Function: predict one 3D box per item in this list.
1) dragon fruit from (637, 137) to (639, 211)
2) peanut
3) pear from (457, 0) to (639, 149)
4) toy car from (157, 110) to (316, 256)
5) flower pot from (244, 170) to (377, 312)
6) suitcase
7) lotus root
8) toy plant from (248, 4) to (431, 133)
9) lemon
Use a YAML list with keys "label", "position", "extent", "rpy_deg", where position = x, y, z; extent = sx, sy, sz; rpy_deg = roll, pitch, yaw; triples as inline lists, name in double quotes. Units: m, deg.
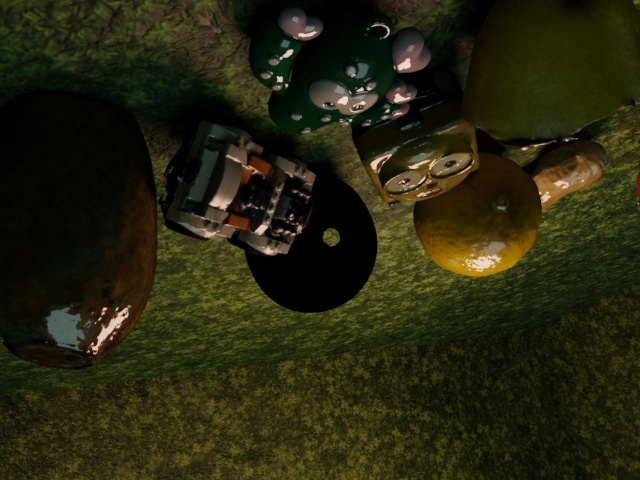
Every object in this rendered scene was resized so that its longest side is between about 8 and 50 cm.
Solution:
- label: "dragon fruit"
  position: [0.774, -0.150, 1.242]
  extent: [0.291, 0.290, 0.189]
  rpy_deg: [4, -174, -38]
- label: "peanut"
  position: [0.504, -0.134, 1.311]
  extent: [0.117, 0.101, 0.263]
  rpy_deg: [24, 147, -18]
- label: "pear"
  position: [0.300, -0.268, 0.792]
  extent: [0.267, 0.267, 0.178]
  rpy_deg: [-19, 125, 11]
- label: "toy car"
  position: [-0.112, -0.078, 0.951]
  extent: [0.118, 0.193, 0.301]
  rpy_deg: [20, 179, 38]
- label: "flower pot"
  position: [0.000, 0.000, 1.180]
  extent: [0.269, 0.269, 0.166]
  rpy_deg: [-22, 175, 19]
- label: "suitcase"
  position: [0.164, -0.155, 0.993]
  extent: [0.194, 0.143, 0.235]
  rpy_deg: [-19, 157, 12]
- label: "lotus root"
  position: [-0.341, -0.006, 0.808]
  extent: [0.251, 0.346, 0.250]
  rpy_deg: [-5, 157, -2]
- label: "toy plant"
  position: [0.022, -0.222, 0.792]
  extent: [0.233, 0.112, 0.243]
  rpy_deg: [-1, 160, -5]
- label: "lemon"
  position: [0.308, -0.049, 1.192]
  extent: [0.245, 0.245, 0.320]
  rpy_deg: [-12, 175, -4]
